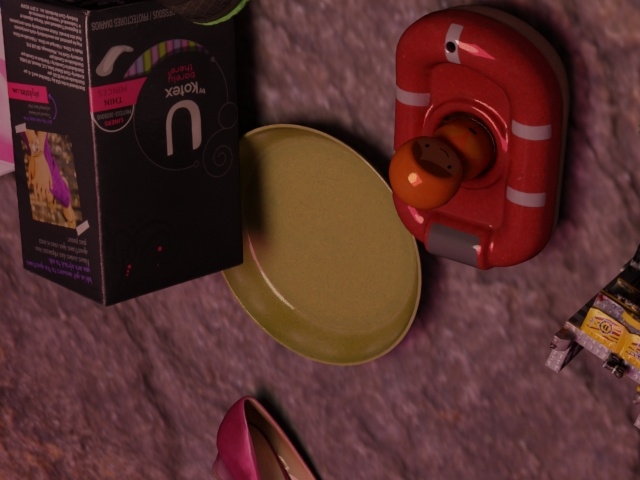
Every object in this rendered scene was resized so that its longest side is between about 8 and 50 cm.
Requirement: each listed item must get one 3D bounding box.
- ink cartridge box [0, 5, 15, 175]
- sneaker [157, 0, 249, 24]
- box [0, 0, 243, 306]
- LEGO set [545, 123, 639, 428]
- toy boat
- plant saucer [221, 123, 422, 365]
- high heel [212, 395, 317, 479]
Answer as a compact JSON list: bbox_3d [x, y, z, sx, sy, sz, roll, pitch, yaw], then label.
[{"bbox_3d":[-0.351,-0.226,1.828,0.330,0.071,0.324,-18,100,42],"label":"ink cartridge box"},{"bbox_3d":[-0.114,-0.384,1.411,0.185,0.202,0.483,31,134,31],"label":"sneaker"},{"bbox_3d":[-0.177,-0.099,1.664,0.143,0.165,0.270,20,119,46],"label":"box"},{"bbox_3d":[0.330,0.062,1.379,0.331,0.192,0.255,41,130,13],"label":"LEGO set"},{"bbox_3d":[0.111,-0.074,1.502,0.151,0.151,0.231,17,122,29],"label":"toy boat"},{"bbox_3d":[0.000,0.000,1.698,0.241,0.037,0.241,17,122,30],"label":"plant saucer"},{"bbox_3d":[-0.013,0.263,1.815,0.244,0.082,0.117,48,143,24],"label":"high heel"}]
